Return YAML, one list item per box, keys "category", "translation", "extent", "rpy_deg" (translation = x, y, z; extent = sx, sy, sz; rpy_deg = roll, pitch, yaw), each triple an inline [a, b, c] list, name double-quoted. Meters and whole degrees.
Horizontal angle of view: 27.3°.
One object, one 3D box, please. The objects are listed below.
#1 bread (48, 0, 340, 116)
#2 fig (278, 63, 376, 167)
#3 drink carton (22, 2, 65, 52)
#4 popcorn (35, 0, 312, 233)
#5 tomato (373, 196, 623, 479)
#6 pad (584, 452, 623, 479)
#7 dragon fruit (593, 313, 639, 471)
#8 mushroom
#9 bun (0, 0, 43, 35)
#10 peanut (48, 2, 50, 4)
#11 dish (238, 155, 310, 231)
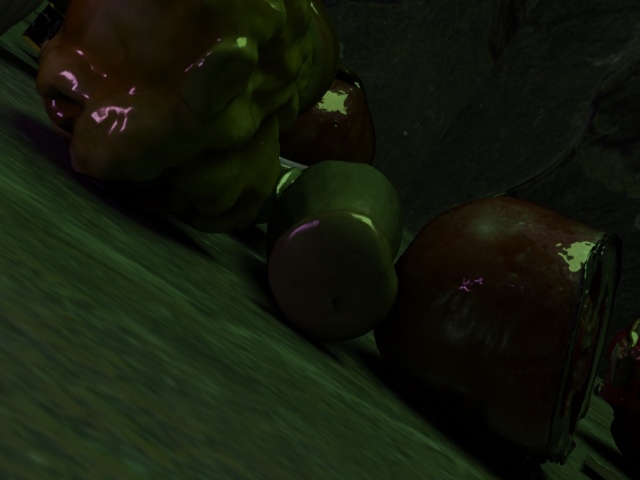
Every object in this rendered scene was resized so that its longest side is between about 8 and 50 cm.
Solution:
- category: "bread"
  translation: [-0.115, -0.234, 1.276]
  extent: [0.333, 0.160, 0.333]
  rpy_deg: [29, 5, -3]
- category: "fig"
  translation: [-0.017, -0.141, 1.704]
  extent: [0.205, 0.205, 0.205]
  rpy_deg: [35, 4, -3]
- category: "drink carton"
  translation: [-0.225, -0.169, 1.299]
  extent: [0.165, 0.056, 0.071]
  rpy_deg: [40, 0, 44]
- category: "popcorn"
  translation: [-0.084, -0.107, 0.876]
  extent: [0.200, 0.226, 0.203]
  rpy_deg: [-4, 66, -52]
- category: "tomato"
  translation: [0.117, 0.058, 0.914]
  extent: [0.155, 0.181, 0.214]
  rpy_deg: [18, -10, 20]
- category: "pad"
  translation: [0.307, 0.251, 1.151]
  extent: [0.187, 0.006, 0.113]
  rpy_deg: [38, 4, 13]
- category: "dragon fruit"
  translation: [0.435, 0.186, 1.423]
  extent: [0.303, 0.237, 0.231]
  rpy_deg: [45, 19, -38]
- category: "mushroom"
  translation: [0.008, -0.005, 0.922]
  extent: [0.096, 0.108, 0.247]
  rpy_deg: [61, 0, -11]
- category: "bun"
  translation: [-0.288, -0.215, 1.114]
  extent: [0.138, 0.094, 0.138]
  rpy_deg: [0, 11, 0]
- category: "peanut"
  translation: [-0.310, -0.315, 1.978]
  extent: [0.229, 0.098, 0.103]
  rpy_deg: [39, 31, 7]
- category: "dish"
  translation: [-0.077, -0.064, 1.139]
  extent: [0.151, 0.077, 0.212]
  rpy_deg: [33, 4, -2]
